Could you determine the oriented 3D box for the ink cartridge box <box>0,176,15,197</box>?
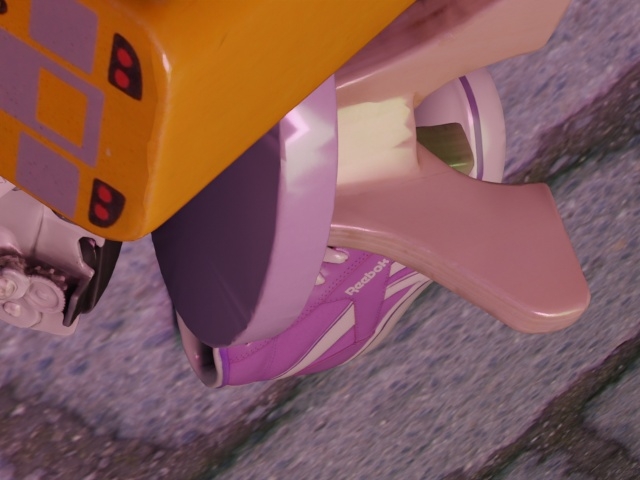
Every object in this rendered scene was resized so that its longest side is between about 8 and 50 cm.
[{"bbox_3d":[-0.247,-0.063,0.628,0.198,0.115,0.273,-37,155,-3],"label":"ink cartridge box"}]

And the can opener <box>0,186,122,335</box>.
[{"bbox_3d":[-0.125,-0.053,0.879,0.280,0.074,0.093,113,3,-48],"label":"can opener"}]

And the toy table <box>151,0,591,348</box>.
[{"bbox_3d":[0.015,-0.060,0.866,0.161,0.252,0.274,-12,171,-18],"label":"toy table"}]

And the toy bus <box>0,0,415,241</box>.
[{"bbox_3d":[-0.013,-0.146,0.679,0.333,0.130,0.108,-44,158,-40],"label":"toy bus"}]

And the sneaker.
[{"bbox_3d":[0.000,0.001,1.079,0.161,0.102,0.282,-13,145,-36],"label":"sneaker"}]
